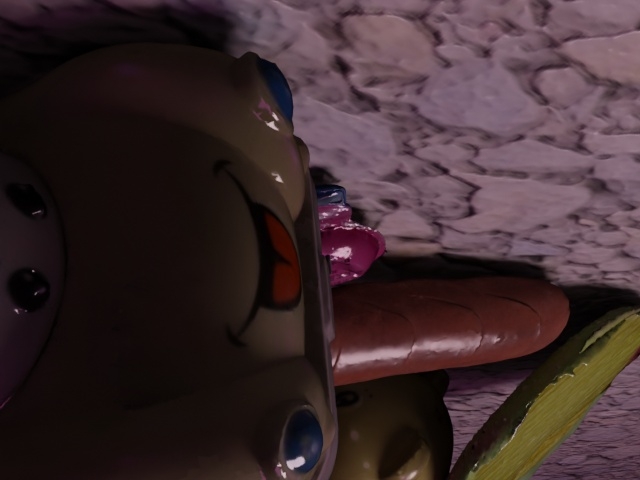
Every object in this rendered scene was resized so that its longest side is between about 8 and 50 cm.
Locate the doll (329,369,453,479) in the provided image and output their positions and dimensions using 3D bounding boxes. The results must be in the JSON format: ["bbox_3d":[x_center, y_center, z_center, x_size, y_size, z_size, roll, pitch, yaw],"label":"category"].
[{"bbox_3d":[0.018,0.228,1.023,0.261,0.177,0.161,-34,102,28],"label":"doll"}]

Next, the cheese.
[{"bbox_3d":[0.000,0.000,0.711,0.095,0.038,0.145,-10,154,0],"label":"cheese"}]

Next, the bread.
[{"bbox_3d":[0.223,0.172,0.986,0.301,0.045,0.301,-37,155,-21],"label":"bread"}]

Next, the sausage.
[{"bbox_3d":[0.030,0.074,0.783,0.433,0.087,0.088,-5,155,-24],"label":"sausage"}]

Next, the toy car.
[{"bbox_3d":[-0.172,0.025,0.481,0.336,0.242,0.226,-8,157,7],"label":"toy car"}]
